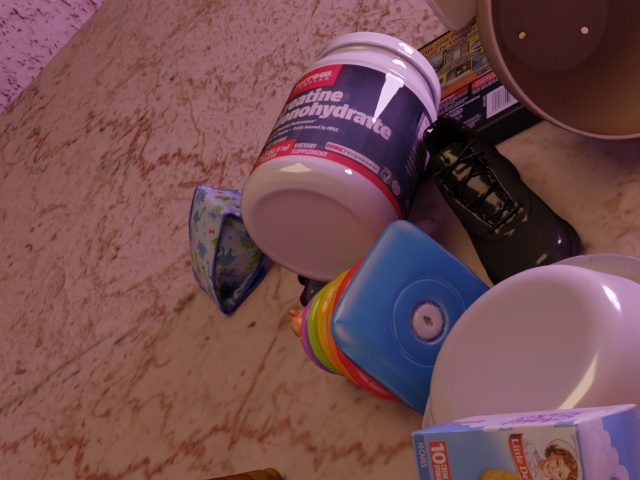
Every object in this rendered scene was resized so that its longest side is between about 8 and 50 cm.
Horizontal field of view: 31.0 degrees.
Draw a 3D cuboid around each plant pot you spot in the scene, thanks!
[{"bbox_3d":[0.290,-0.257,1.269,0.284,0.284,0.191,-49,12,-1],"label":"plant pot"}]

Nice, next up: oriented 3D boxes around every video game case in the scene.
[{"bbox_3d":[0.207,-0.211,1.516,0.275,0.035,0.248,-28,37,32],"label":"video game case"}]

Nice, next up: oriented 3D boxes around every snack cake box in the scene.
[{"bbox_3d":[0.171,0.263,0.860,0.152,0.089,0.264,-13,83,45],"label":"snack cake box"}]

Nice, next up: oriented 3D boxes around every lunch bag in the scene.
[{"bbox_3d":[-0.136,0.013,1.644,0.129,0.096,0.151,42,120,59],"label":"lunch bag"}]

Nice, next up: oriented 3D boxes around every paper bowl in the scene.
[{"bbox_3d":[0.212,0.137,1.025,0.284,0.148,0.284,-30,37,26],"label":"paper bowl"}]

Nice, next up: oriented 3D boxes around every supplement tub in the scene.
[{"bbox_3d":[0.032,-0.103,1.388,0.191,0.191,0.272,-19,36,40],"label":"supplement tub"}]

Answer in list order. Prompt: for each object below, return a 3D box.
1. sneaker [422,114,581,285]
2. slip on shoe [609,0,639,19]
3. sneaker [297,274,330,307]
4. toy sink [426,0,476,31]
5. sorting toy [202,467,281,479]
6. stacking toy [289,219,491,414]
[{"bbox_3d":[0.182,-0.043,1.274,0.109,0.130,0.286,-42,33,7],"label":"sneaker"},{"bbox_3d":[0.372,-0.274,1.372,0.135,0.051,0.041,-1,67,44],"label":"slip on shoe"},{"bbox_3d":[0.000,0.000,1.501,0.098,0.083,0.224,-37,34,28],"label":"sneaker"},{"bbox_3d":[0.238,-0.410,1.523,0.234,0.153,0.131,-45,20,-18],"label":"toy sink"},{"bbox_3d":[-0.015,0.304,1.200,0.126,0.127,0.365,-32,23,-34],"label":"sorting toy"},{"bbox_3d":[0.040,0.095,1.303,0.166,0.175,0.302,-58,21,-20],"label":"stacking toy"}]
